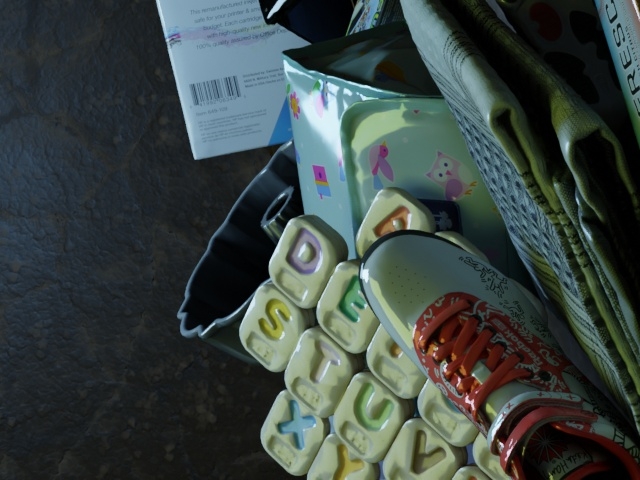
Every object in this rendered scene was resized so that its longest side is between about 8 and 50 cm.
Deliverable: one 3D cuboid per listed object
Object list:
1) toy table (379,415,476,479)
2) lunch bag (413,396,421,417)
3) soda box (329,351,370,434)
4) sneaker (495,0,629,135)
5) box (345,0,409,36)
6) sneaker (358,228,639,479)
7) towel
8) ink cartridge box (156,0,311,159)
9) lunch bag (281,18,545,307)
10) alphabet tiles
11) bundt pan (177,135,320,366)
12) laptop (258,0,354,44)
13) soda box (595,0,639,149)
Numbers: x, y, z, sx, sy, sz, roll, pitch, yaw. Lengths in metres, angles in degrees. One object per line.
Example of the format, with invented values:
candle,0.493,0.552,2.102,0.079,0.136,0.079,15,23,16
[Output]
toy table,0.131,0.277,1.376,0.274,0.252,0.161,-139,46,-64
lunch bag,0.134,0.175,1.597,0.224,0.108,0.279,-105,4,-72
soda box,0.040,0.179,1.617,0.216,0.074,0.069,-104,3,-61
sneaker,0.143,-0.133,0.987,0.071,0.068,0.170,75,177,-64
box,0.044,-0.161,1.463,0.114,0.036,0.207,-125,53,-73
sneaker,0.128,0.096,1.080,0.270,0.090,0.145,47,-173,4
towel,0.147,-0.005,1.000,0.312,0.056,0.324,63,179,-29
ink cartridge box,-0.089,-0.274,1.990,0.197,0.198,0.270,-93,-8,-67
lunch bag,0.086,-0.045,1.302,0.262,0.160,0.223,35,138,58
alphabet tiles,0.054,0.112,1.245,0.284,0.021,0.278,41,123,24
bundt pan,0.000,0.000,1.651,0.124,0.331,0.331,38,-175,-17
laptop,0.014,-0.423,1.666,0.408,0.236,0.382,-37,65,52
soda box,0.177,-0.102,0.779,0.063,0.058,0.183,120,136,-81
